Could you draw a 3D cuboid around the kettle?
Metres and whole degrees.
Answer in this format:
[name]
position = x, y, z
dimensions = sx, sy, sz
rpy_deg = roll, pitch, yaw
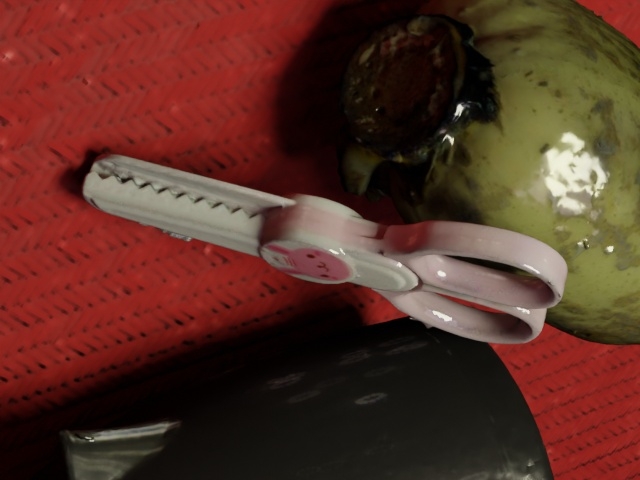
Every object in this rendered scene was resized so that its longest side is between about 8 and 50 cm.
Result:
[kettle]
position = -0.040, 0.197, 0.995
dimensions = 0.290, 0.207, 0.268
rpy_deg = -14, 116, -24

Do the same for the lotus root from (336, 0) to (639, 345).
[lotus root]
position = 0.141, -0.033, 1.023
dimensions = 0.309, 0.173, 0.173
rpy_deg = 30, 97, -46

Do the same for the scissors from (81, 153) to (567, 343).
[scissors]
position = 0.000, 0.000, 0.928
dimensions = 0.118, 0.242, 0.030
rpy_deg = 107, -1, -69
